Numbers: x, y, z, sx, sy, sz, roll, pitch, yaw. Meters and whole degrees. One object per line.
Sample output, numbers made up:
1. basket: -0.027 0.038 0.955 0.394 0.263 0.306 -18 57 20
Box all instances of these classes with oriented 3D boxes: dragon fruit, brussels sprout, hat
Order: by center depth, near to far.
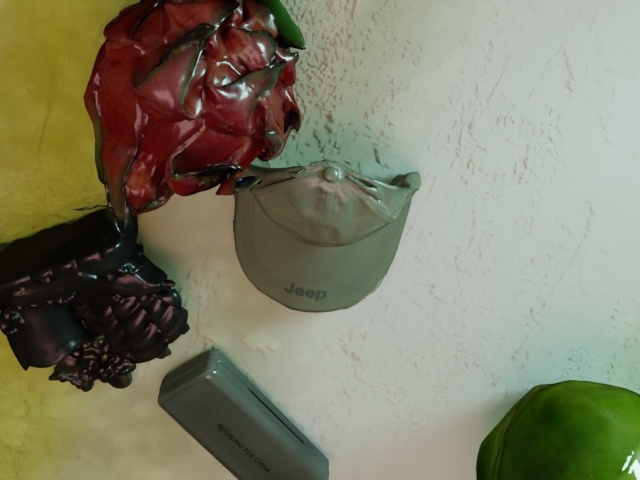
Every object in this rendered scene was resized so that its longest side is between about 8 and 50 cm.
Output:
1. dragon fruit: -0.147 -0.137 1.427 0.234 0.293 0.234 33 162 13
2. hat: 0.000 0.000 1.591 0.214 0.149 0.244 6 114 1
3. brussels sprout: 0.332 0.321 1.634 0.276 0.371 0.314 11 131 -8

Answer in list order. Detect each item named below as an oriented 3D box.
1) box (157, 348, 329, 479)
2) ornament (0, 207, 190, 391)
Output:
1. box: -0.097 0.249 1.811 0.103 0.055 0.243 -31 117 24
2. ornament: -0.272 0.097 1.704 0.251 0.106 0.260 -18 126 19
